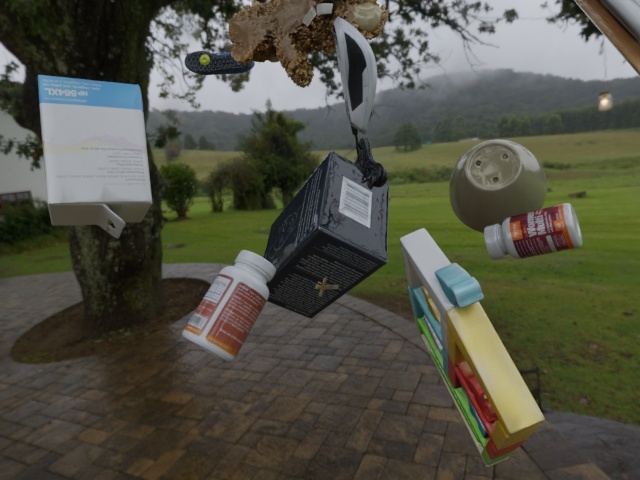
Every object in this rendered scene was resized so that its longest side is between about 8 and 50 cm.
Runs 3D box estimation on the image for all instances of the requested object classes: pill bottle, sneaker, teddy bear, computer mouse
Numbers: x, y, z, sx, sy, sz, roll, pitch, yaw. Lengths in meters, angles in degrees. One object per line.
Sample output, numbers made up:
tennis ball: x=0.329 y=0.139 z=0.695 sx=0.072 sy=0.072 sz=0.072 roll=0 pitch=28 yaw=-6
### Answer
pill bottle: x=0.576 y=-0.017 z=1.126 sx=0.221 sy=0.121 sz=0.121 roll=-17 pitch=3 yaw=37
sneaker: x=-0.305 y=-0.538 z=1.262 sx=0.209 sy=0.069 sz=0.082 roll=-2 pitch=9 yaw=1
teddy bear: x=-0.021 y=-0.442 z=0.841 sx=0.337 sy=0.245 sz=0.113 roll=-25 pitch=-10 yaw=21
pill bottle: x=-0.184 y=0.134 z=0.873 sx=0.121 sy=0.121 sz=0.216 roll=3 pitch=57 yaw=47
computer mouse: x=0.052 y=-0.168 z=0.501 sx=0.042 sy=0.193 sz=0.106 roll=-10 pitch=30 yaw=4

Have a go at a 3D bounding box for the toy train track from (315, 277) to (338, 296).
toy train track: x=0.013 y=0.111 z=0.996 sx=0.014 sy=0.048 sz=0.083 roll=22 pitch=8 yaw=40

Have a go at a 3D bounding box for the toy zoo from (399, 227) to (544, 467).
toy zoo: x=0.145 y=0.117 z=0.430 sx=0.030 sy=0.293 sz=0.193 roll=-23 pitch=54 yaw=2

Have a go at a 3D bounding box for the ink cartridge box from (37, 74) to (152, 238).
ink cartridge box: x=-0.232 y=-0.077 z=0.426 sx=0.089 sy=0.143 sz=0.092 roll=-4 pitch=-9 yaw=-31

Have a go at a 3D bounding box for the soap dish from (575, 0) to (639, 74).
soap dish: x=0.453 y=-0.310 z=0.485 sx=0.228 sy=0.118 sz=0.291 roll=-24 pitch=43 yaw=29

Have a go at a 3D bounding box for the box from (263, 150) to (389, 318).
box: x=0.000 y=0.000 z=1.203 sx=0.211 sy=0.294 sz=0.395 roll=26 pitch=-42 yaw=-20

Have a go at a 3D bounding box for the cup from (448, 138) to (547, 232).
cup: x=0.590 y=-0.209 z=1.400 sx=0.330 sy=0.332 sz=0.237 roll=-3 pitch=-13 yaw=25
